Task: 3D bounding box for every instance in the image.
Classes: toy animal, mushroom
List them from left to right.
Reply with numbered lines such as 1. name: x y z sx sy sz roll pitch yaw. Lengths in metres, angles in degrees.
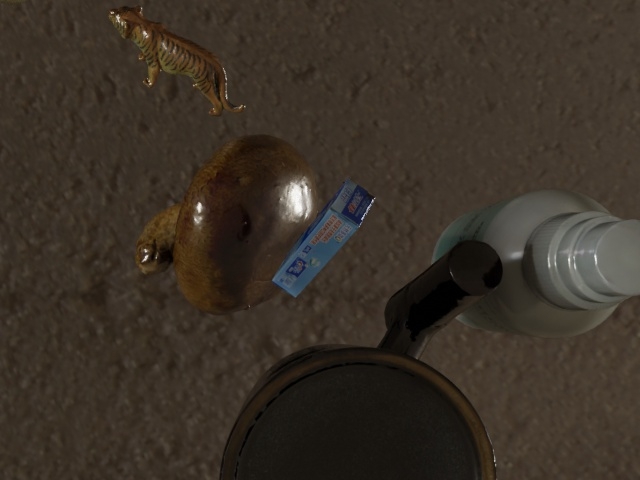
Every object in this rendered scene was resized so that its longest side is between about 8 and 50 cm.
1. toy animal: -0.215 -0.264 1.680 0.056 0.241 0.099 -59 177 -37
2. mushroom: -0.127 -0.022 1.953 0.345 0.239 0.345 -40 177 -3

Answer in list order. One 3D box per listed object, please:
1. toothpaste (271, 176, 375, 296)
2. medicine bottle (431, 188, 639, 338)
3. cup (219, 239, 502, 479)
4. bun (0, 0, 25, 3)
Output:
1. toothpaste: 0.000 0.000 1.663 0.066 0.053 0.272 -57 -176 -31
2. medicine bottle: 0.167 0.018 0.838 0.110 0.352 0.110 0 87 -5
3. cup: 0.047 0.127 0.755 0.239 0.177 0.166 -33 92 -4
4. bun: -0.445 -0.421 1.557 0.167 0.173 0.113 -38 169 17
